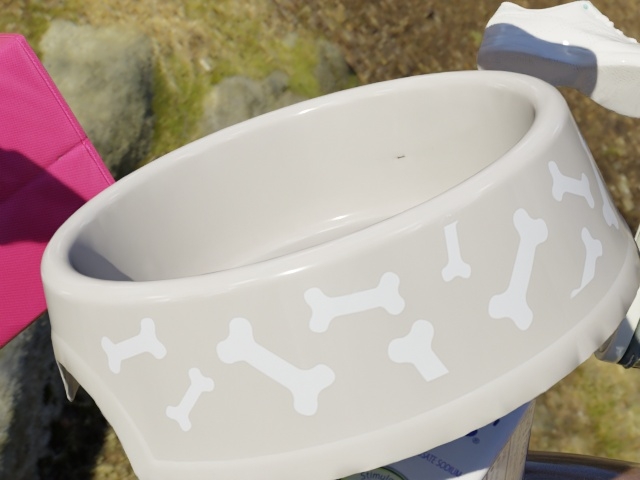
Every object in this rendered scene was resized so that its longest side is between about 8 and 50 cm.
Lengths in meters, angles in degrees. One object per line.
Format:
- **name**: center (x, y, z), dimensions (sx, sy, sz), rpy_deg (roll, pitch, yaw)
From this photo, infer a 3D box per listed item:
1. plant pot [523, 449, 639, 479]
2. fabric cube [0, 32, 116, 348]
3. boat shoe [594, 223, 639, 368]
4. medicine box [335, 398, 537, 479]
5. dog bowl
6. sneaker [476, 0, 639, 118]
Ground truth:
- **plant pot**: center (0.245, 0.337, 1.279), dimensions (0.230, 0.215, 0.215), rpy_deg (15, 36, 16)
- **fabric cube**: center (-0.396, -0.043, 1.135), dimensions (0.258, 0.254, 0.259), rpy_deg (-44, 122, -26)
- **boat shoe**: center (0.395, 0.003, 1.136), dimensions (0.099, 0.319, 0.116), rpy_deg (18, 25, -4)
- **medicine box**: center (0.009, 0.229, 0.712), dimensions (0.149, 0.263, 0.289), rpy_deg (25, 52, 24)
- **dog bowl**: center (0.000, 0.000, 0.623), dimensions (0.349, 0.348, 0.102), rpy_deg (-45, 123, -53)
- **sneaker**: center (0.257, -0.179, 0.995), dimensions (0.212, 0.080, 0.094), rpy_deg (15, 61, 9)
